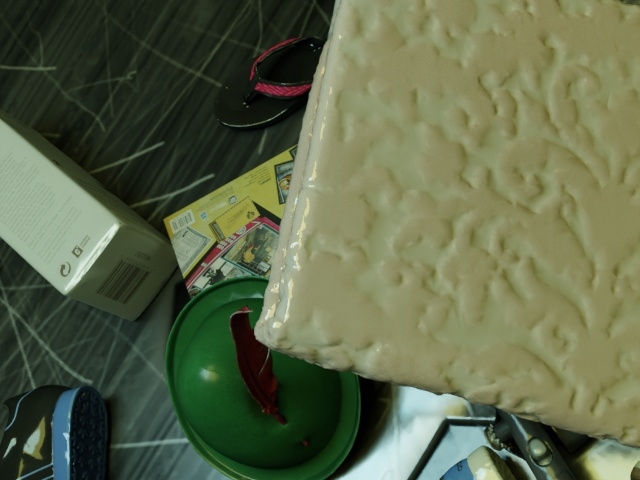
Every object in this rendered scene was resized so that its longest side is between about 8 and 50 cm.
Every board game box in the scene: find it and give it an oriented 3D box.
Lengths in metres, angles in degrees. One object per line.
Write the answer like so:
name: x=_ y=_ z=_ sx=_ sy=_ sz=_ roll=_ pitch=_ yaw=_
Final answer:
board game box: x=0.000 y=0.000 z=1.114 sx=0.243 sy=0.042 sz=0.165 roll=-28 pitch=65 yaw=15

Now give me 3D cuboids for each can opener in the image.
can opener: x=0.176 y=0.176 z=0.971 sx=0.073 sy=0.059 sz=0.186 roll=-31 pitch=64 yaw=13

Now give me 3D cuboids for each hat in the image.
hat: x=-0.079 y=0.125 z=0.992 sx=0.173 sy=0.183 sz=0.209 roll=-1 pitch=103 yaw=22

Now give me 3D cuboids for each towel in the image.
towel: x=0.136 y=-0.037 z=0.937 sx=0.053 sy=0.331 sz=0.317 roll=-20 pitch=56 yaw=65

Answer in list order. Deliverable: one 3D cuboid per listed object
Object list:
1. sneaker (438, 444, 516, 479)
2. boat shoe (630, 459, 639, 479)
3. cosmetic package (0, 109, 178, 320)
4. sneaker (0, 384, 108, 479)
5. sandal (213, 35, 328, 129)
sneaker: x=0.128 y=0.235 z=0.977 sx=0.084 sy=0.058 sz=0.152 roll=-38 pitch=66 yaw=13
boat shoe: x=0.309 y=0.186 z=0.911 sx=0.190 sy=0.068 sz=0.072 roll=28 pitch=76 yaw=19
cosmetic package: x=-0.243 y=-0.032 z=1.195 sx=0.231 sy=0.117 sz=0.085 roll=39 pitch=92 yaw=27
sneaker: x=-0.240 y=0.238 z=1.138 sx=0.090 sy=0.081 sz=0.232 roll=-7 pitch=65 yaw=26
sandal: x=-0.019 y=-0.151 z=1.168 sx=0.179 sy=0.040 sz=0.067 roll=-20 pitch=68 yaw=18
